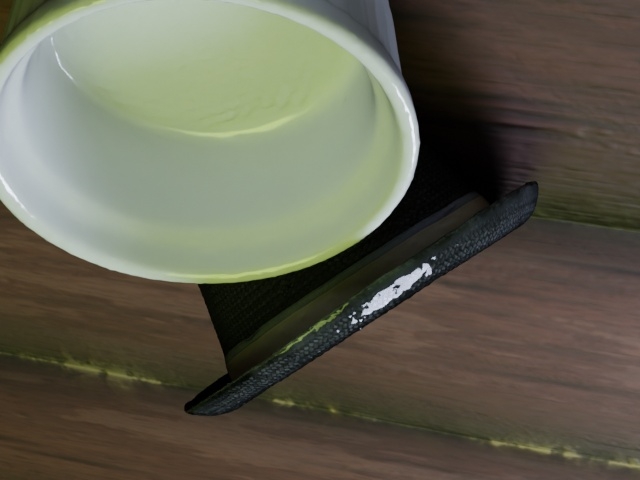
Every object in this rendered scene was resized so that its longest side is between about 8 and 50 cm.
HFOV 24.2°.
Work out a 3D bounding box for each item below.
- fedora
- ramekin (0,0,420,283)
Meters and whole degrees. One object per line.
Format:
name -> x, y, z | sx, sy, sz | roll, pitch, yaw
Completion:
fedora -> 0.000, 0.000, 1.157 | 0.334, 0.334, 0.152 | -37, 85, 46
ramekin -> -0.077, -0.105, 0.968 | 0.277, 0.135, 0.277 | 0, 142, 0
